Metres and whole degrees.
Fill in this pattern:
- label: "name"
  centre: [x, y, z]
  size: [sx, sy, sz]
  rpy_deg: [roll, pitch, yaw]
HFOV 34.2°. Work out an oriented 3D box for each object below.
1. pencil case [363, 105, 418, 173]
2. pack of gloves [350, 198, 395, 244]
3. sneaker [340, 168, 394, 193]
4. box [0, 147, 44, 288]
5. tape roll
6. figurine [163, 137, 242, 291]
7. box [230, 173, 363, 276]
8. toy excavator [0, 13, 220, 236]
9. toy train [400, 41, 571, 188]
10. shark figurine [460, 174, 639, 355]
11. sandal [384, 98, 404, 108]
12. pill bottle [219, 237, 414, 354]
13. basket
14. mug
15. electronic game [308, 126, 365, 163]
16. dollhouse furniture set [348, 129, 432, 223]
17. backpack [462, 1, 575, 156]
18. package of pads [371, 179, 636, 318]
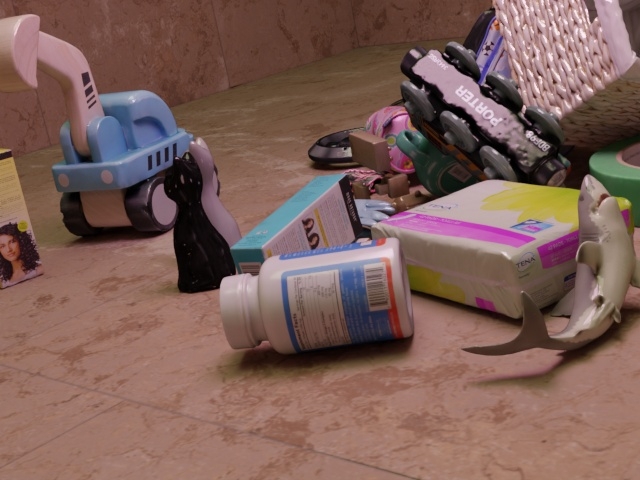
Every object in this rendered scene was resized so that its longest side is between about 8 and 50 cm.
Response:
- label: "pencil case"
  centre: [0.151, -0.200, 2.040]
  size: [0.124, 0.124, 0.284]
  rpy_deg: [-12, 11, -1]
- label: "pack of gloves"
  centre: [0.000, 0.000, 1.685]
  size: [0.232, 0.046, 0.195]
  rpy_deg: [2, 35, 38]
- label: "sneaker"
  centre: [0.081, -0.107, 1.969]
  size: [0.119, 0.047, 0.057]
  rpy_deg: [-11, 27, 6]
- label: "box"
  centre: [-0.560, -0.039, 1.824]
  size: [0.087, 0.232, 0.058]
  rpy_deg: [-24, 20, -34]
- label: "tape roll"
  centre: [0.569, -0.104, 1.557]
  size: [0.321, 0.077, 0.321]
  rpy_deg: [-11, 15, 3]
- label: "figurine"
  centre: [-0.190, -0.052, 1.656]
  size: [0.092, 0.209, 0.215]
  rpy_deg: [-10, 16, 5]
- label: "box"
  centre: [-0.029, -0.003, 1.521]
  size: [0.060, 0.101, 0.244]
  rpy_deg: [-1, 26, 34]
- label: "toy excavator"
  centre: [-0.424, -0.222, 1.970]
  size: [0.222, 0.445, 0.433]
  rpy_deg: [-3, 18, 30]
- label: "toy train"
  centre: [0.255, -0.171, 1.625]
  size: [0.142, 0.190, 0.334]
  rpy_deg: [-42, 63, -6]
- label: "shark figurine"
  centre: [0.283, 0.072, 1.175]
  size: [0.278, 0.166, 0.116]
  rpy_deg: [-48, 10, -37]
- label: "sandal"
  centre: [0.244, -0.311, 2.491]
  size: [0.120, 0.086, 0.303]
  rpy_deg: [-28, 8, -31]
- label: "pill bottle"
  centre: [-0.004, 0.072, 1.263]
  size: [0.221, 0.124, 0.124]
  rpy_deg: [-8, 16, 9]
- label: "basket"
  centre: [0.505, -0.342, 1.711]
  size: [0.331, 0.328, 0.266]
  rpy_deg: [0, -22, -27]
- label: "mug"
  centre: [0.214, -0.134, 1.797]
  size: [0.157, 0.129, 0.097]
  rpy_deg: [-11, 43, -3]
- label: "electronic game"
  centre: [0.086, -0.208, 2.288]
  size: [0.229, 0.048, 0.229]
  rpy_deg: [-9, 17, 3]
- label: "dollhouse furniture set"
  centre: [0.131, -0.117, 1.766]
  size: [0.123, 0.151, 0.144]
  rpy_deg: [-15, 18, -16]
- label: "backpack"
  centre: [0.381, -0.276, 1.928]
  size: [0.263, 0.276, 0.213]
  rpy_deg: [22, 16, -17]
- label: "package of pads"
  centre: [0.240, 0.000, 1.380]
  size: [0.229, 0.101, 0.296]
  rpy_deg: [-21, 19, -29]
